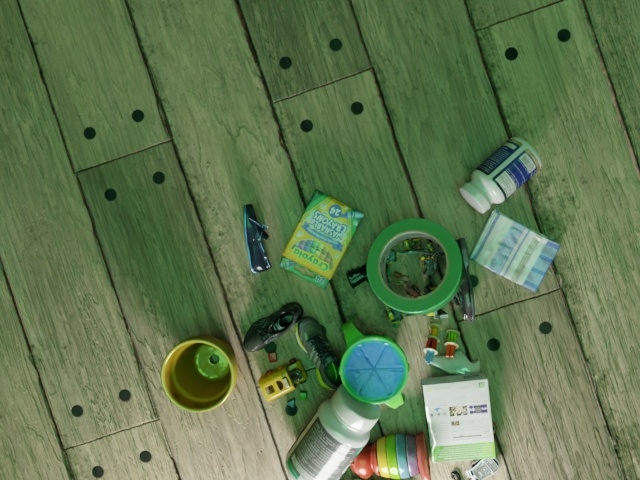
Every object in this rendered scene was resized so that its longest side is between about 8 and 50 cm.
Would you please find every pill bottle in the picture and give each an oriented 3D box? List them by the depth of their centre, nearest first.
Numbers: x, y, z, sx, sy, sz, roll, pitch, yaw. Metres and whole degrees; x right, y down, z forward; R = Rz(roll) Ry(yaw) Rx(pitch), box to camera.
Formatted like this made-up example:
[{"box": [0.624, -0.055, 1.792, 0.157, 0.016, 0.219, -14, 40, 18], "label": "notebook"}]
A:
[{"box": [0.045, 0.695, 1.790, 0.204, 0.204, 0.361, 32, 107, 2], "label": "pill bottle"}, {"box": [0.636, -0.228, 1.807, 0.264, 0.153, 0.153, -41, 89, 3], "label": "pill bottle"}]

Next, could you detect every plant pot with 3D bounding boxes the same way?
[{"box": [-0.410, 0.454, 1.827, 0.253, 0.239, 0.254, 0, 92, 3], "label": "plant pot"}]

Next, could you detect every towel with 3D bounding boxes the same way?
[{"box": [0.714, 0.038, 1.869, 0.285, 0.034, 0.209, 28, 93, 2], "label": "towel"}]

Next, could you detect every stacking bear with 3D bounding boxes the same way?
[{"box": [0.245, 0.793, 1.849, 0.288, 0.175, 0.164, -9, 93, 10], "label": "stacking bear"}]

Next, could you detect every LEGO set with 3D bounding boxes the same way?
[{"box": [0.333, 0.156, 1.809, 0.254, 0.192, 0.332, 2, 91, 3], "label": "LEGO set"}]

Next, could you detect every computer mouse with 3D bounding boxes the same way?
[{"box": [0.581, 0.863, 1.887, 0.193, 0.042, 0.106, -39, 84, 8], "label": "computer mouse"}]

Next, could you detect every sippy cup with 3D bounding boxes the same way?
[{"box": [0.186, 0.432, 1.805, 0.239, 0.224, 0.306, 2, 91, 4], "label": "sippy cup"}]

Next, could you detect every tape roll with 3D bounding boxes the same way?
[{"box": [0.319, 0.088, 1.719, 0.321, 0.077, 0.321, -6, 74, 20], "label": "tape roll"}]

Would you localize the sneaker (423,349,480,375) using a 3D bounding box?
[{"box": [0.486, 0.445, 1.875, 0.212, 0.080, 0.094, 19, 79, -3], "label": "sneaker"}]

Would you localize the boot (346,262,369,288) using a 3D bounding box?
[{"box": [0.158, 0.149, 1.891, 0.099, 0.045, 0.121, -27, 83, 1], "label": "boot"}]

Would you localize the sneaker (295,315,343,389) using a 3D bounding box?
[{"box": [0.011, 0.410, 1.853, 0.111, 0.121, 0.300, -30, 93, -21], "label": "sneaker"}]

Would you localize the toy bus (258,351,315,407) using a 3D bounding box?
[{"box": [-0.128, 0.515, 1.882, 0.190, 0.104, 0.202, 18, 92, 2], "label": "toy bus"}]

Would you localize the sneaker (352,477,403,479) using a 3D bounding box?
[{"box": [0.140, 0.942, 1.865, 0.410, 0.182, 0.158, 8, 135, -4], "label": "sneaker"}]

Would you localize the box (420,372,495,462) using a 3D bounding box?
[{"box": [0.499, 0.644, 1.841, 0.232, 0.058, 0.322, -7, 101, 8], "label": "box"}]

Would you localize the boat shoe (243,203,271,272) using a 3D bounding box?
[{"box": [-0.233, -0.012, 1.892, 0.089, 0.109, 0.258, -8, 107, -4], "label": "boat shoe"}]

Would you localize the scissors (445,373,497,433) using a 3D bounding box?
[{"box": [0.534, 0.638, 1.893, 0.109, 0.021, 0.297, -44, 90, 5], "label": "scissors"}]

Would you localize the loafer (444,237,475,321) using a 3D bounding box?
[{"box": [0.499, 0.145, 1.851, 0.095, 0.109, 0.303, -6, 83, 10], "label": "loafer"}]

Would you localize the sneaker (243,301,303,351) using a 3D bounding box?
[{"box": [-0.185, 0.322, 1.882, 0.267, 0.106, 0.101, -40, 90, 4], "label": "sneaker"}]

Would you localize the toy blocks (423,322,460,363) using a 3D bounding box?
[{"box": [0.438, 0.388, 1.842, 0.123, 0.054, 0.148, 18, 58, 3], "label": "toy blocks"}]

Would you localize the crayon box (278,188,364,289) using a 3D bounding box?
[{"box": [0.000, 0.000, 1.878, 0.203, 0.083, 0.323, 27, 93, 2], "label": "crayon box"}]
